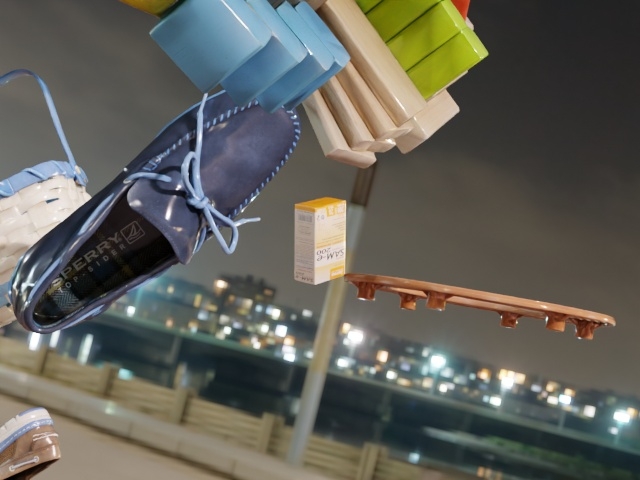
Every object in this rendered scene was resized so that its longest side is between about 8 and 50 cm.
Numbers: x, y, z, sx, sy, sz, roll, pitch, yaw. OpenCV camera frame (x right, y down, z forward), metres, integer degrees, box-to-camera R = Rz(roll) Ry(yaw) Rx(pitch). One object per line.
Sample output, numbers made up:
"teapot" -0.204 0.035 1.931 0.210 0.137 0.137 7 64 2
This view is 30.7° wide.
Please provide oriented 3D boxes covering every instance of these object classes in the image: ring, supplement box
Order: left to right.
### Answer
"supplement box" 0.000 0.000 1.459 0.036 0.099 0.062 12 18 38
"ring" 0.192 0.083 1.440 0.336 0.032 0.336 10 -5 1

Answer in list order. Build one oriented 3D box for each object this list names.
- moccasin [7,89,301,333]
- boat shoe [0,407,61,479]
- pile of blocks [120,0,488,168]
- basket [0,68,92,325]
"moccasin" -0.149 -0.015 1.140 0.138 0.342 0.117 46 3 -23
"boat shoe" -0.339 0.252 1.215 0.066 0.183 0.066 4 47 -57
"pile of blocks" 0.009 -0.136 0.629 0.112 0.149 0.362 -35 -22 28
"basket" -0.419 -0.042 1.477 0.254 0.289 0.201 -25 1 2
